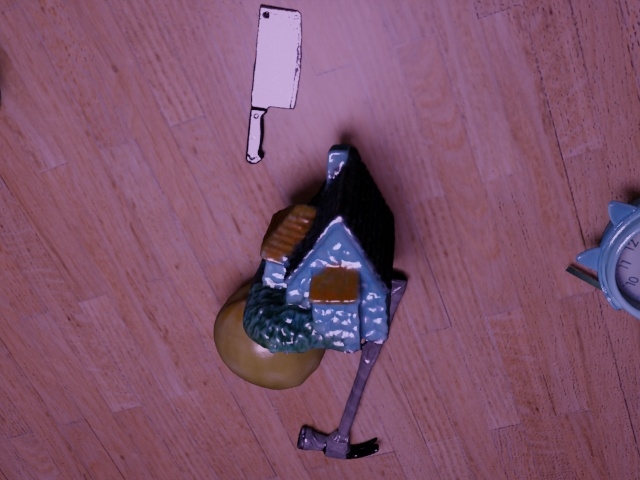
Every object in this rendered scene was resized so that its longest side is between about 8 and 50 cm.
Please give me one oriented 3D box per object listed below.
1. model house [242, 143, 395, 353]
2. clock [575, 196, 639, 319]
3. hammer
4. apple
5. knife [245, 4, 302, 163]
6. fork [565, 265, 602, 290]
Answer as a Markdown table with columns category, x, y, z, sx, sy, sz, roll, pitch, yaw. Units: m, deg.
| category | x | y | z | sx | sy | sz | roll | pitch | yaw |
| --- | --- | --- | --- | --- | --- | --- | --- | --- | --- |
| model house | 0.000 | 0.000 | 1.164 | 0.226 | 0.261 | 0.241 | 3 | 120 | 3 |
| clock | 0.546 | 0.022 | 1.221 | 0.274 | 0.094 | 0.223 | 22 | 118 | -4 |
| hammer | 0.070 | 0.236 | 1.414 | 0.152 | 0.044 | 0.427 | 12 | 119 | -2 |
| apple | -0.080 | 0.156 | 1.308 | 0.200 | 0.200 | 0.200 | 2 | 119 | 4 |
| knife | -0.071 | -0.227 | 1.186 | 0.072 | 0.019 | 0.245 | 9 | 117 | -1 |
| fork | 0.506 | 0.095 | 1.304 | 0.235 | 0.021 | 0.039 | 29 | 114 | -9 |
